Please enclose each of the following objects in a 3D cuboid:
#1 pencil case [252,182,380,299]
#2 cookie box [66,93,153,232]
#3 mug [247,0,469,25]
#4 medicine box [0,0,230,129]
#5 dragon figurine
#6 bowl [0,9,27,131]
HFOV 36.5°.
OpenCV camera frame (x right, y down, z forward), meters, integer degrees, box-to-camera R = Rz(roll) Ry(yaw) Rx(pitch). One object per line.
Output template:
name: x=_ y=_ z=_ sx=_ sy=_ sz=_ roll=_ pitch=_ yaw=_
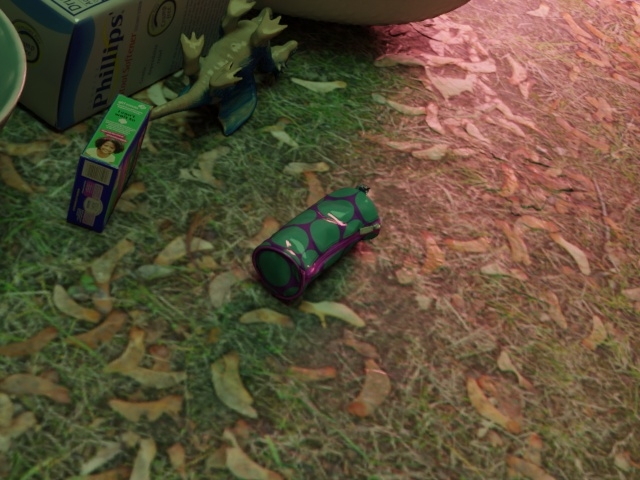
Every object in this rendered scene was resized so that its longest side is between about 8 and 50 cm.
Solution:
pencil case: x=0.000 y=0.000 z=0.987 sx=0.070 sy=0.064 sz=0.152 roll=17 pitch=36 yaw=32
cookie box: x=-0.208 y=-0.077 z=0.957 sx=0.040 sy=0.092 sz=0.107 roll=21 pitch=43 yaw=-6
mug: x=0.041 y=-0.436 z=1.328 sx=0.328 sy=0.276 sz=0.374 roll=3 pitch=15 yaw=-28
medicine box: x=-0.281 y=-0.300 z=1.108 sx=0.263 sy=0.149 sz=0.289 roll=36 pitch=44 yaw=14
dragon figurine: x=-0.113 y=-0.182 z=1.107 sx=0.085 sy=0.144 sz=0.289 roll=32 pitch=62 yaw=8
bowl: x=-0.422 y=-0.107 z=0.842 sx=0.312 sy=0.163 sz=0.311 roll=12 pitch=43 yaw=-11
